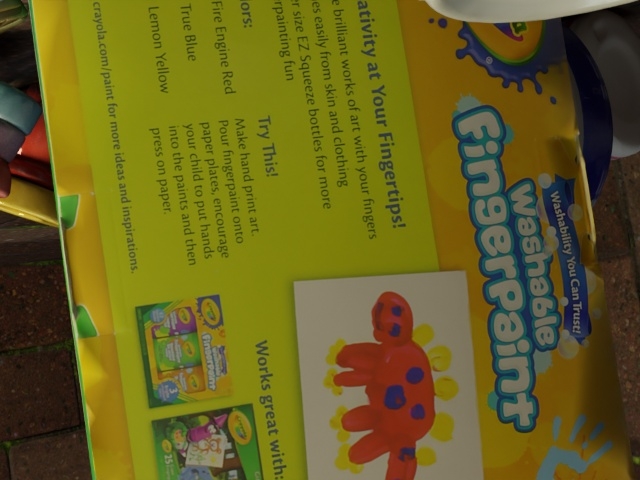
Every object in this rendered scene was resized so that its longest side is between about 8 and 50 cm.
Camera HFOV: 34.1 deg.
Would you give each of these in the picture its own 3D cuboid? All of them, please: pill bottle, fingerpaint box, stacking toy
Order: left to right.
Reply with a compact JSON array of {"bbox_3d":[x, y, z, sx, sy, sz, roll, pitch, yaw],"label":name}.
[{"bbox_3d":[-0.372,-0.125,0.981,0.279,0.130,0.309,17,173,1],"label":"stacking toy"},{"bbox_3d":[0.000,0.000,0.763,0.371,0.445,0.163,-8,177,-13],"label":"fingerpaint box"},{"bbox_3d":[0.224,-0.148,1.201,0.160,0.160,0.283,-5,175,-43],"label":"pill bottle"}]

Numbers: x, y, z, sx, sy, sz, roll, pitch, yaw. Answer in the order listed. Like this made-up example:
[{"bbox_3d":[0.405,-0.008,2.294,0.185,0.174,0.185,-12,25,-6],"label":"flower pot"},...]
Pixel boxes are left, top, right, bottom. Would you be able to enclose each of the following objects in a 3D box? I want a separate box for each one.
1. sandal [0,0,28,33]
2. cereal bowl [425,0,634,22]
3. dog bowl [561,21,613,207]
[{"bbox_3d":[-0.295,-0.159,0.723,0.180,0.049,0.072,-16,-172,-30],"label":"sandal"},{"bbox_3d":[0.118,-0.192,0.486,0.339,0.141,0.339,-9,177,0],"label":"cereal bowl"},{"bbox_3d":[0.129,-0.097,0.969,0.265,0.265,0.104,-12,177,38],"label":"dog bowl"}]
